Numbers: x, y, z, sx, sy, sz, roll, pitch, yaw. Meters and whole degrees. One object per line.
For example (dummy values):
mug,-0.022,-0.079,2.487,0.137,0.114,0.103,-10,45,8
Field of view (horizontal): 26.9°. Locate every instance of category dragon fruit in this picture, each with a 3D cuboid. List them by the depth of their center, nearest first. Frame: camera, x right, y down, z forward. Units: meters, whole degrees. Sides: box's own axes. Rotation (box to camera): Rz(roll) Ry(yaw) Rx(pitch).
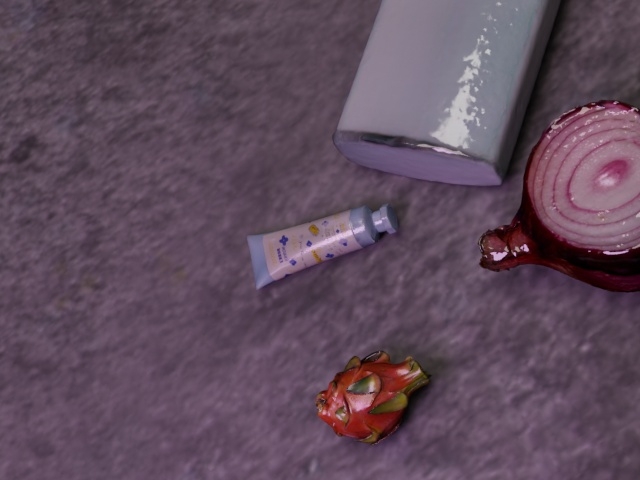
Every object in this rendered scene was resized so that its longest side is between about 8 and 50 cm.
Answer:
dragon fruit,0.054,0.154,1.339,0.116,0.081,0.086,-36,29,0

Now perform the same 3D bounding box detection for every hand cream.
hand cream,0.000,0.000,1.441,0.170,0.043,0.065,-17,68,18

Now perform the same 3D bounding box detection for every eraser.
eraser,0.143,-0.210,1.426,0.189,0.104,0.290,12,75,31

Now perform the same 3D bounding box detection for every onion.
onion,0.256,-0.020,1.287,0.218,0.140,0.195,-32,58,9
